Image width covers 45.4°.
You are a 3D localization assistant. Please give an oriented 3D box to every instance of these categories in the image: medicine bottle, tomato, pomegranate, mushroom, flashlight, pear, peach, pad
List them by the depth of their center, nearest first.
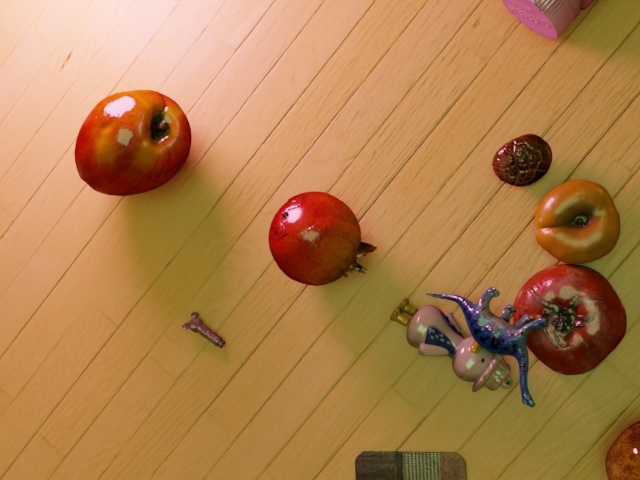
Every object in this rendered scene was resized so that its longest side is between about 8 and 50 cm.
[{"bbox_3d":[0.665,0.450,1.516,0.198,0.197,0.197,-1,87,13],"label":"pear"},{"bbox_3d":[0.529,-0.586,1.602,0.178,0.178,0.290,43,98,12],"label":"medicine bottle"},{"bbox_3d":[0.523,0.166,1.605,0.237,0.095,0.236,-1,87,14],"label":"tomato"},{"bbox_3d":[0.537,-0.039,1.608,0.179,0.103,0.179,-1,87,16],"label":"peach"},{"bbox_3d":[0.435,-0.173,1.649,0.126,0.085,0.109,-40,80,14],"label":"mushroom"},{"bbox_3d":[0.199,0.631,1.677,0.250,0.055,0.323,-3,69,13],"label":"pad"},{"bbox_3d":[0.000,0.000,1.685,0.235,0.210,0.210,19,92,-11],"label":"pomegranate"},{"bbox_3d":[-0.440,-0.227,1.788,0.238,0.281,0.281,36,97,-31],"label":"peach"},{"bbox_3d":[-0.274,0.219,1.826,0.110,0.031,0.052,35,70,9],"label":"flashlight"}]

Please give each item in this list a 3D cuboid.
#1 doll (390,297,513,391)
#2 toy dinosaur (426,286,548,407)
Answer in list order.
[{"bbox_3d":[0.287,0.226,1.648,0.293,0.138,0.119,35,136,15],"label":"doll"},{"bbox_3d":[0.374,0.178,1.580,0.144,0.076,0.329,-41,60,2],"label":"toy dinosaur"}]
